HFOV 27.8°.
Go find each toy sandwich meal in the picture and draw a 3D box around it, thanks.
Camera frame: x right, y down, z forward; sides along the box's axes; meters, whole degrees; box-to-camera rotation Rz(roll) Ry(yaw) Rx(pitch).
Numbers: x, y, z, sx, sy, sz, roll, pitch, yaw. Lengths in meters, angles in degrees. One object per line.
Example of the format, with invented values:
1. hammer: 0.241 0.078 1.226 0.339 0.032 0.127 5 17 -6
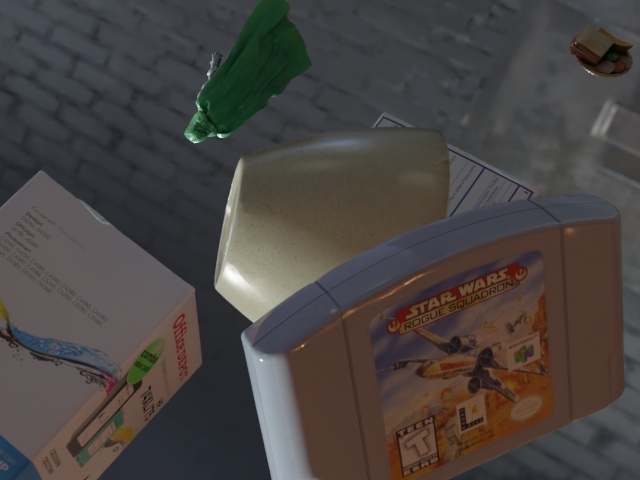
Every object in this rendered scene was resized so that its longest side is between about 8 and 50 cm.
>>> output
1. toy sandwich meal: 0.368 -0.247 1.682 0.085 0.029 0.085 4 -129 -5

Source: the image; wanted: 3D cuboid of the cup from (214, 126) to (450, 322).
1. cup: 0.000 0.000 1.603 0.237 0.331 0.331 12 -166 -8

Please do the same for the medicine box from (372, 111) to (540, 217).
1. medicine box: 0.146 -0.011 1.986 0.289 0.263 0.149 28 152 18

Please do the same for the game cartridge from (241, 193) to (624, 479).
1. game cartridge: 0.094 0.081 0.946 0.297 0.198 0.062 -21 -142 -17

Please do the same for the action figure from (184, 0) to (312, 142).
1. action figure: -0.108 -0.214 1.728 0.063 0.232 0.137 4 138 43

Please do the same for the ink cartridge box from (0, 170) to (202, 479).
1. ink cartridge box: -0.271 0.119 1.206 0.197 0.270 0.198 36 158 14
